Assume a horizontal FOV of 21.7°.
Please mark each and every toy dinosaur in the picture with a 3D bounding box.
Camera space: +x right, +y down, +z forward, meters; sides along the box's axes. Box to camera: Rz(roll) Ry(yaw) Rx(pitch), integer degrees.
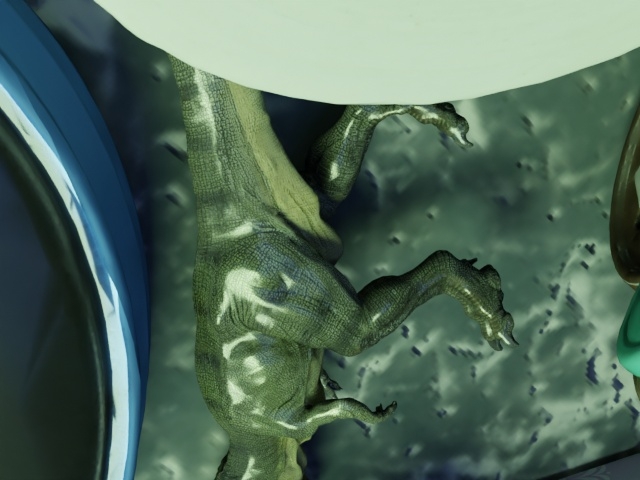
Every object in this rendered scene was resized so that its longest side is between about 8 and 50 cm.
[{"bbox_3d":[0.000,0.000,0.587,0.118,0.064,0.268,-14,119,-9],"label":"toy dinosaur"}]

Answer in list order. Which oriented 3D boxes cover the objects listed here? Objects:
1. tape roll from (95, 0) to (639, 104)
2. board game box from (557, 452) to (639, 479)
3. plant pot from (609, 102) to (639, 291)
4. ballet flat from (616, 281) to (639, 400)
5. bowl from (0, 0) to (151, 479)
[{"bbox_3d":[0.045,-0.168,0.397,0.286,0.100,0.286,-15,141,-12],"label":"tape roll"},{"bbox_3d":[0.120,0.250,0.751,0.318,0.066,0.318,-16,120,-9],"label":"board game box"},{"bbox_3d":[0.230,0.000,0.596,0.230,0.215,0.215,17,110,-9],"label":"plant pot"},{"bbox_3d":[0.228,-0.088,0.482,0.139,0.139,0.400,47,64,-31],"label":"ballet flat"},{"bbox_3d":[-0.240,0.053,0.512,0.391,0.077,0.391,-7,113,-16],"label":"bowl"}]
